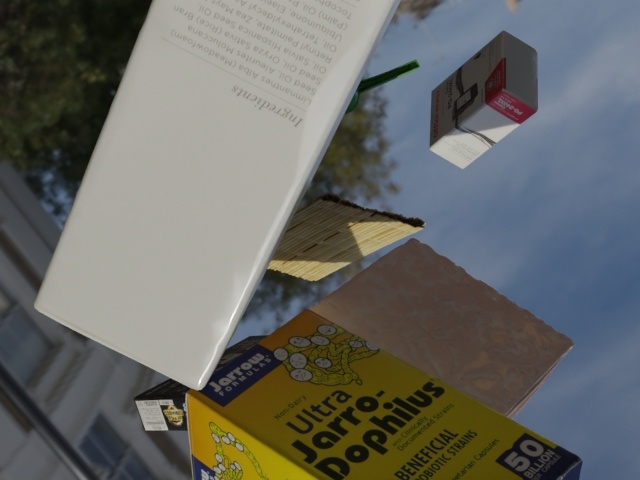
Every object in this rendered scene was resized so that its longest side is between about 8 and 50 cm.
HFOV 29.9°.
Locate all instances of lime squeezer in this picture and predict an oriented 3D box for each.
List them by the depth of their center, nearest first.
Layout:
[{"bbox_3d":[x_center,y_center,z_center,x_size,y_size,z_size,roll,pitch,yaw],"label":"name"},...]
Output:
[{"bbox_3d":[0.028,-0.218,1.657,0.110,0.059,0.310,-53,161,25],"label":"lime squeezer"}]

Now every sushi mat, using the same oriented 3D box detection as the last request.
[{"bbox_3d":[0.000,0.000,1.636,0.316,0.151,0.019,-29,-131,59],"label":"sushi mat"}]

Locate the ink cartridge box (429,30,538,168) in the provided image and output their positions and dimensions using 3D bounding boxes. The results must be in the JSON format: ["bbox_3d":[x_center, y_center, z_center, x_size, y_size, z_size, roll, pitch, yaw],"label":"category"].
[{"bbox_3d":[0.210,-0.181,1.555,0.150,0.063,0.109,-39,-145,44],"label":"ink cartridge box"}]

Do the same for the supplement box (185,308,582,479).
[{"bbox_3d":[0.056,0.256,1.228,0.356,0.195,0.194,26,-138,33],"label":"supplement box"}]

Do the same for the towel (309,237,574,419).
[{"bbox_3d":[0.176,0.154,1.827,0.331,0.053,0.317,34,-137,22],"label":"towel"}]

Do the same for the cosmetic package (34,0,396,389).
[{"bbox_3d":[-0.054,-0.133,0.973,0.453,0.161,0.230,-63,-179,24],"label":"cosmetic package"}]

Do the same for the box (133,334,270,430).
[{"bbox_3d":[-0.123,0.240,2.065,0.295,0.073,0.293,-26,-168,-41],"label":"box"}]
